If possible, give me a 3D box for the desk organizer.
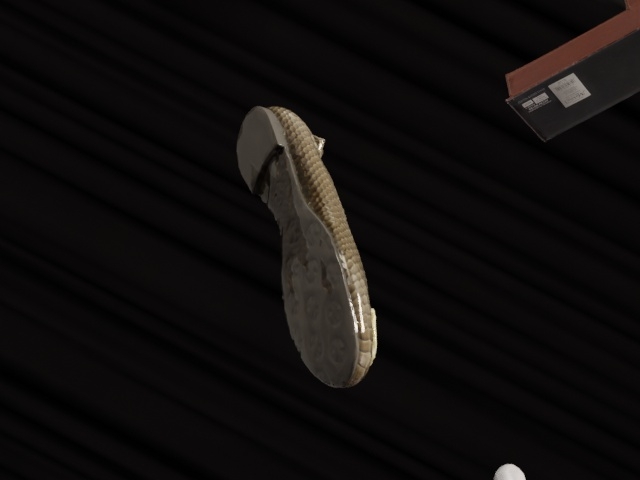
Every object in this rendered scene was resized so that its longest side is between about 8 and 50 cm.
[{"bbox_3d":[0.172,-0.116,1.133,0.130,0.047,0.050,-28,-135,22],"label":"desk organizer"}]

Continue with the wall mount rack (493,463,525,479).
[{"bbox_3d":[0.057,0.304,1.026,0.304,0.130,0.350,-50,170,-47],"label":"wall mount rack"}]

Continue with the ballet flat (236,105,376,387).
[{"bbox_3d":[0.000,0.000,1.358,0.084,0.058,0.250,-57,-141,34],"label":"ballet flat"}]
